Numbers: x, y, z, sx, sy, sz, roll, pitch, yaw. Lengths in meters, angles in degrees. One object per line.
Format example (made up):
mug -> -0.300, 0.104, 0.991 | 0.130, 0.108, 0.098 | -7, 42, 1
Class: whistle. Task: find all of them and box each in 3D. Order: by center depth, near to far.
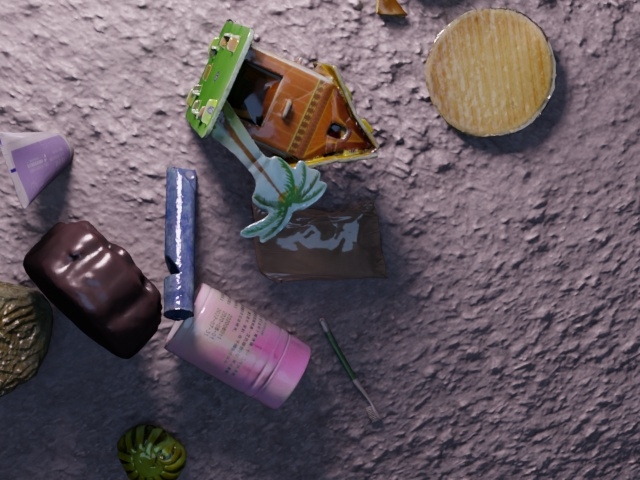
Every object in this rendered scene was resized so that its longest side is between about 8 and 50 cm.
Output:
whistle -> -0.266, 0.000, 1.803 | 0.062, 0.062, 0.304 | -1, 66, -5

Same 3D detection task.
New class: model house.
model house -> -0.084, -0.186, 1.750 | 0.324, 0.300, 0.340 | 21, 98, -18

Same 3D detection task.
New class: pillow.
pillow -> 0.000, 0.000, 1.888 | 0.270, 0.067, 0.173 | -3, 106, -5

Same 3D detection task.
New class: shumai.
shumai -> -0.659, 0.188, 1.821 | 0.225, 0.222, 0.260 | 47, 60, -30

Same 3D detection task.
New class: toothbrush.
toothbrush -> 0.060, 0.270, 1.967 | 0.024, 0.018, 0.257 | -27, 102, 6

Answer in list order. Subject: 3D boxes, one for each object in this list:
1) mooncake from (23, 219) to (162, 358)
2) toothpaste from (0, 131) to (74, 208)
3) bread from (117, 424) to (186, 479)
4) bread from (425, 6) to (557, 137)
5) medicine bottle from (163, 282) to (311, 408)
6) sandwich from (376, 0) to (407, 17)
mooncake -> -0.414, 0.088, 1.765 | 0.141, 0.283, 0.283 | -46, 102, -21
toothpaste -> -0.496, -0.143, 1.658 | 0.080, 0.371, 0.125 | -16, 102, -3
bread -> -0.345, 0.442, 1.934 | 0.130, 0.071, 0.139 | -29, 102, 5
bread -> 0.334, -0.330, 1.872 | 0.267, 0.040, 0.266 | -1, 101, -6
medicine bottle -> -0.161, 0.209, 1.867 | 0.254, 0.152, 0.152 | 32, 96, -10
sandwich -> 0.126, -0.453, 1.834 | 0.044, 0.031, 0.083 | -40, 102, 1
